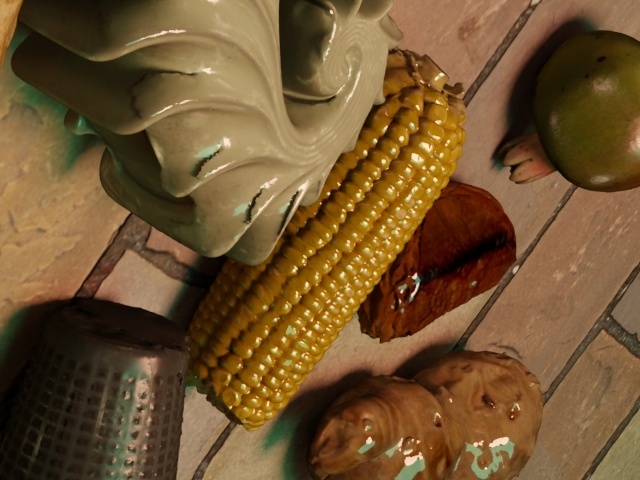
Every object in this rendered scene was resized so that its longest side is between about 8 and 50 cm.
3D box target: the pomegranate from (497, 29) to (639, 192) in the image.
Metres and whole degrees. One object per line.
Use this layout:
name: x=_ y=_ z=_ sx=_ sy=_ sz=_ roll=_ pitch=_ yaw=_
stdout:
pomegranate: x=0.287 y=-0.124 z=1.612 sx=0.210 sy=0.180 sz=0.180 roll=-27 pitch=154 yaw=20

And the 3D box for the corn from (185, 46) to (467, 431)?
corn: x=0.000 y=0.000 z=1.367 sx=0.387 sy=0.144 sz=0.144 roll=-57 pitch=148 yaw=5

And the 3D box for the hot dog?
hot dog: x=0.118 y=0.024 z=1.578 sx=0.227 sy=0.099 sz=0.160 roll=-14 pitch=130 yaw=-47

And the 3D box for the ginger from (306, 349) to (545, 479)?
ginger: x=0.109 y=0.239 z=1.707 sx=0.256 sy=0.176 sz=0.375 roll=-49 pitch=151 yaw=23

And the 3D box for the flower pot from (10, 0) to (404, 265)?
flower pot: x=-0.086 y=-0.159 z=1.088 sx=0.254 sy=0.165 sz=0.367 roll=-52 pitch=148 yaw=-13

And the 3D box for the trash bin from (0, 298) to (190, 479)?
trash bin: x=-0.185 y=0.140 z=1.256 sx=0.175 sy=0.175 sz=0.161 roll=-3 pitch=112 yaw=-51

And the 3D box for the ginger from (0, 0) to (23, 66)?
ginger: x=-0.232 y=-0.116 z=0.896 sx=0.363 sy=0.122 sz=0.348 roll=131 pitch=-22 yaw=-78
